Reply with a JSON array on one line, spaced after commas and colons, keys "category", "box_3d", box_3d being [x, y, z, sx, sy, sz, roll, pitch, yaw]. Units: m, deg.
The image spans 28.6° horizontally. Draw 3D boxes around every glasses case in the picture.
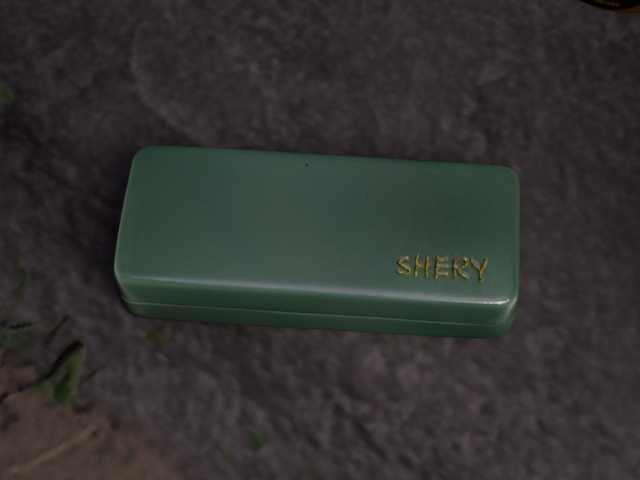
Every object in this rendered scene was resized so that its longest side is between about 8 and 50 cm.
[{"category": "glasses case", "box_3d": [0.000, 0.000, 0.590, 0.184, 0.039, 0.078, 3, 60, 3]}]

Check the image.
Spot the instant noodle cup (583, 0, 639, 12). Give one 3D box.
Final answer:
[{"category": "instant noodle cup", "box_3d": [0.169, -0.202, 0.654, 0.151, 0.122, 0.151, 0, 63, 1]}]
